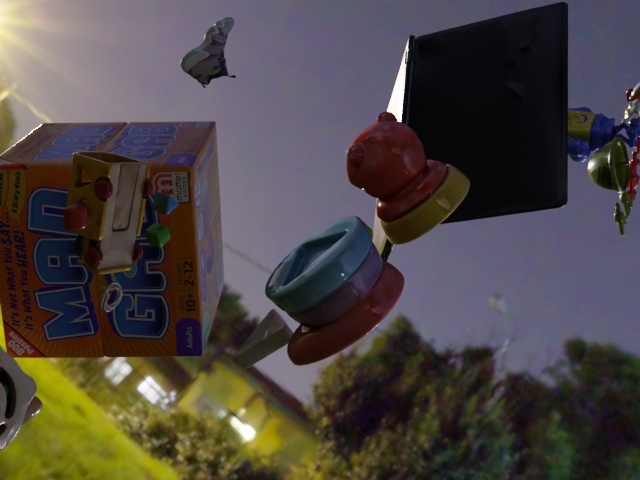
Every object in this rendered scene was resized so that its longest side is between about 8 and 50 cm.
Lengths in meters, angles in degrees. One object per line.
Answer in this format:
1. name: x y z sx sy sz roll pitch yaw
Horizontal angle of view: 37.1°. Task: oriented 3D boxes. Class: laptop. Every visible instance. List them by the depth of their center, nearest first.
1. laptop: 0.239 -0.147 1.620 0.236 0.382 0.408 9 -26 -2

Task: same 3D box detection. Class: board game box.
1. board game box: -0.384 -0.015 1.803 0.356 0.356 0.356 -87 177 -71

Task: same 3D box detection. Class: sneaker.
1. sneaker: -0.136 -0.251 1.304 0.069 0.098 0.038 44 9 3

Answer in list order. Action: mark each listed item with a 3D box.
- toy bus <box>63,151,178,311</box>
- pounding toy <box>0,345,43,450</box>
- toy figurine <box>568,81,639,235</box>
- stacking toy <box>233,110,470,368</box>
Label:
1. toy bus: -0.322 -0.034 1.393 0.104 0.202 0.191 18 -33 29
2. pounding toy: -0.597 0.262 1.626 0.155 0.154 0.269 13 -36 35
3. toy figurine: 0.505 -0.171 1.859 0.217 0.362 0.191 5 -54 24
4. stacking toy: 0.000 0.000 1.125 0.279 0.309 0.130 -24 -68 45
